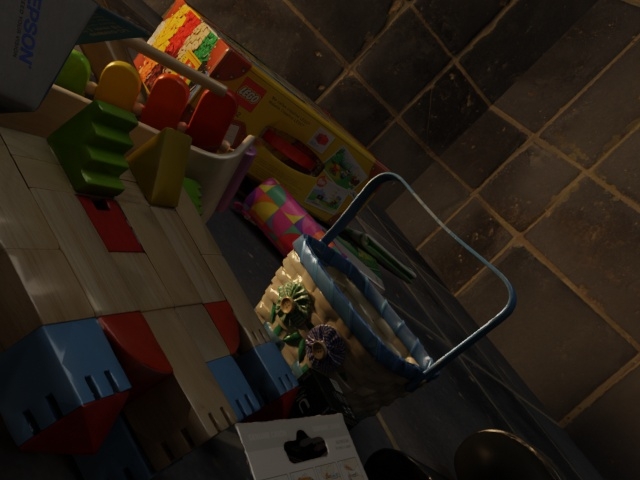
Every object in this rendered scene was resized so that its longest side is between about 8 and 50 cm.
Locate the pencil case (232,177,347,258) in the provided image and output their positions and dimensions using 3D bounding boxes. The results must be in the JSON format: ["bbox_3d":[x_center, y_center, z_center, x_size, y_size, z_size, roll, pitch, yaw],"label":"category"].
[{"bbox_3d":[-0.056,-0.012,1.282,0.236,0.104,0.104,45,11,8],"label":"pencil case"}]

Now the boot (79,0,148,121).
[{"bbox_3d":[-0.350,-0.299,1.030,0.236,0.089,0.269,-142,-150,-79],"label":"boot"}]

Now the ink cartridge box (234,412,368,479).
[{"bbox_3d":[0.003,0.248,0.490,0.181,0.056,0.224,24,37,-61],"label":"ink cartridge box"}]

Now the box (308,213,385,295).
[{"bbox_3d":[0.000,0.000,1.479,0.322,0.058,0.232,39,12,-10],"label":"box"}]

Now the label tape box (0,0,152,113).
[{"bbox_3d":[-0.309,-0.143,0.429,0.241,0.105,0.334,1,-7,22],"label":"label tape box"}]

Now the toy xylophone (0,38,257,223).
[{"bbox_3d":[-0.216,-0.131,0.693,0.323,0.236,0.081,30,36,-20],"label":"toy xylophone"}]

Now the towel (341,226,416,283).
[{"bbox_3d":[0.091,-0.008,1.755,0.248,0.038,0.325,36,-1,-39],"label":"towel"}]

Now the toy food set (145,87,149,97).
[{"bbox_3d":[-0.386,-0.337,1.461,0.082,0.020,0.083,42,11,-14],"label":"toy food set"}]

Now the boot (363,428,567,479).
[{"bbox_3d":[0.185,0.337,0.793,0.445,0.146,0.367,30,16,-39],"label":"boot"}]

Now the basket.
[{"bbox_3d":[0.070,0.085,0.846,0.255,0.289,0.201,48,5,32],"label":"basket"}]

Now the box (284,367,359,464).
[{"bbox_3d":[-0.014,0.190,0.696,0.052,0.083,0.062,37,13,-41],"label":"box"}]

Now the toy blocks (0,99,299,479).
[{"bbox_3d":[-0.152,0.063,0.495,0.260,0.191,0.381,59,13,11],"label":"toy blocks"}]

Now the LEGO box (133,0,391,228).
[{"bbox_3d":[-0.133,-0.277,1.484,0.500,0.193,0.372,30,15,-41],"label":"LEGO box"}]
